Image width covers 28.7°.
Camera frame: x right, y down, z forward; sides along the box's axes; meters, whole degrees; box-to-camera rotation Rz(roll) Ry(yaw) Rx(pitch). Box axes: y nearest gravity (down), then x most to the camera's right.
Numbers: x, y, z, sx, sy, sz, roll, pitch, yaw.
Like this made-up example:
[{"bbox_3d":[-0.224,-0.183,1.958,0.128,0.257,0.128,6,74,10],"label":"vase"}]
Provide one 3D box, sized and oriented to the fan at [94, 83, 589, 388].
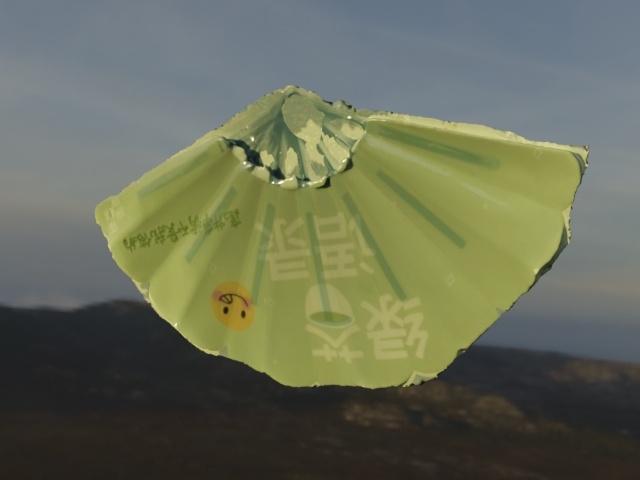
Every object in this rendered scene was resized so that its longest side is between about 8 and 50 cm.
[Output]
[{"bbox_3d":[0.000,0.000,0.519,0.240,0.131,0.009,-6,11,32],"label":"fan"}]
